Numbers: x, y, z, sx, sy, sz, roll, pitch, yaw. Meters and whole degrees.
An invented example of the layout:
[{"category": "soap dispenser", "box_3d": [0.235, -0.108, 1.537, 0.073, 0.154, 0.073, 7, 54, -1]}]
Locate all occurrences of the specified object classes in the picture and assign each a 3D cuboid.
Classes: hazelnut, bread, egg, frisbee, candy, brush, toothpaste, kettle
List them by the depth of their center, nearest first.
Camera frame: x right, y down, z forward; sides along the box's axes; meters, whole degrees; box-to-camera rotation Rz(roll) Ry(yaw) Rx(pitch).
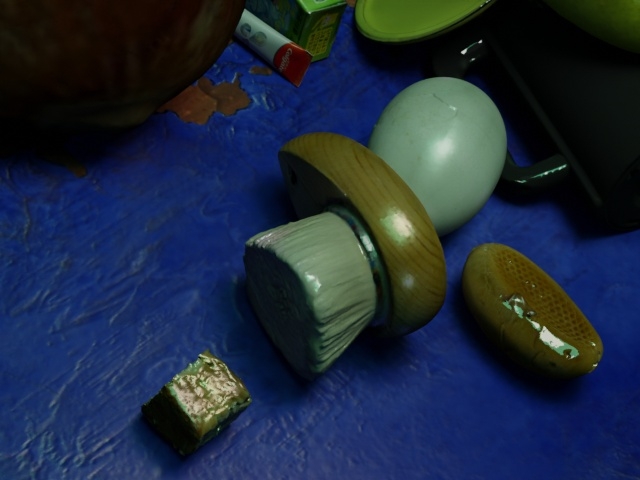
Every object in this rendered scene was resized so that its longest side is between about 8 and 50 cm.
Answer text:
[{"category": "bread", "box_3d": [-0.120, 0.159, 1.559, 0.083, 0.076, 0.070, -35, 82, -36]}, {"category": "brush", "box_3d": [0.000, 0.000, 1.669, 0.166, 0.174, 0.266, -20, 54, -20]}, {"category": "hazelnut", "box_3d": [-0.276, -0.306, 1.699, 0.421, 0.353, 0.421, 1, 89, -24]}, {"category": "bread", "box_3d": [0.222, 0.082, 1.734, 0.114, 0.077, 0.189, -12, 56, -50]}, {"category": "egg", "box_3d": [0.124, -0.089, 1.780, 0.151, 0.151, 0.209, 26, 51, 1]}, {"category": "toothpaste", "box_3d": [-0.090, -0.253, 1.904, 0.190, 0.048, 0.031, 38, 34, 15]}, {"category": "kettle", "box_3d": [0.318, -0.170, 1.916, 0.203, 0.262, 0.308, 17, 35, -54]}, {"category": "candy", "box_3d": [-0.053, -0.310, 1.924, 0.062, 0.097, 0.194, -24, 64, -29]}, {"category": "frisbee", "box_3d": [0.147, -0.314, 1.950, 0.017, 0.236, 0.236, 56, 40, -33]}]

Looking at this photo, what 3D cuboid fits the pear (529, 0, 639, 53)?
[{"category": "pear", "box_3d": [0.353, -0.417, 1.775, 0.238, 0.318, 0.342, 5, 47, -15]}]
